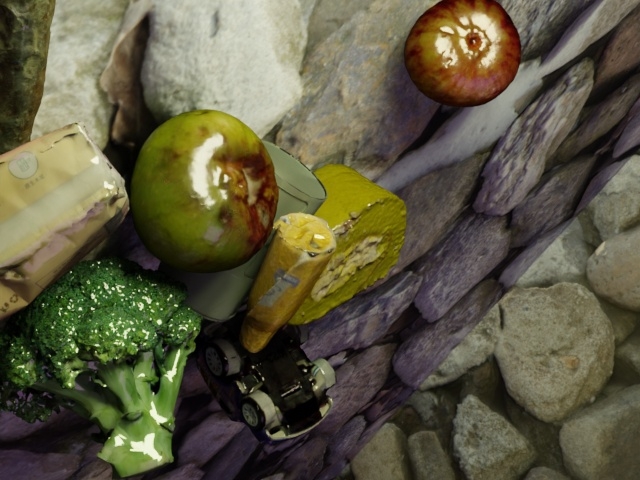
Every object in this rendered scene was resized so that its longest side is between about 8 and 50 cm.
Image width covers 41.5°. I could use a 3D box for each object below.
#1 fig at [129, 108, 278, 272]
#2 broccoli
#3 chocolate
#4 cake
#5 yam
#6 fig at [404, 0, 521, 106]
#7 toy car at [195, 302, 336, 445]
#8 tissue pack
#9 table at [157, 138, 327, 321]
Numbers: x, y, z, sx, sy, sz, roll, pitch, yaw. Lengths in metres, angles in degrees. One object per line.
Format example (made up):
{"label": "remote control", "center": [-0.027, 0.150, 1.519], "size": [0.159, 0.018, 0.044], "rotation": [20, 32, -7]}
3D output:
{"label": "fig", "center": [-0.138, -0.049, 0.971], "size": [0.181, 0.181, 0.191], "rotation": [-21, 175, -38]}
{"label": "broccoli", "center": [-0.259, 0.154, 1.017], "size": [0.269, 0.270, 0.270], "rotation": [-24, 171, -4]}
{"label": "chocolate", "center": [-0.051, 0.066, 1.084], "size": [0.085, 0.086, 0.219], "rotation": [-18, 146, -41]}
{"label": "cake", "center": [0.000, 0.000, 1.263], "size": [0.260, 0.156, 0.179], "rotation": [-31, 138, -34]}
{"label": "yam", "center": [-0.257, -0.178, 0.714], "size": [0.061, 0.061, 0.274], "rotation": [-20, 148, -38]}
{"label": "fig", "center": [0.197, -0.262, 1.152], "size": [0.149, 0.148, 0.202], "rotation": [-27, -162, 25]}
{"label": "toy car", "center": [-0.099, 0.232, 1.415], "size": [0.172, 0.235, 0.158], "rotation": [-21, 160, -36]}
{"label": "tissue pack", "center": [-0.302, 0.005, 0.800], "size": [0.256, 0.123, 0.215], "rotation": [-34, -174, -12]}
{"label": "table", "center": [-0.105, -0.012, 1.121], "size": [0.220, 0.126, 0.126], "rotation": [-52, 154, 18]}
